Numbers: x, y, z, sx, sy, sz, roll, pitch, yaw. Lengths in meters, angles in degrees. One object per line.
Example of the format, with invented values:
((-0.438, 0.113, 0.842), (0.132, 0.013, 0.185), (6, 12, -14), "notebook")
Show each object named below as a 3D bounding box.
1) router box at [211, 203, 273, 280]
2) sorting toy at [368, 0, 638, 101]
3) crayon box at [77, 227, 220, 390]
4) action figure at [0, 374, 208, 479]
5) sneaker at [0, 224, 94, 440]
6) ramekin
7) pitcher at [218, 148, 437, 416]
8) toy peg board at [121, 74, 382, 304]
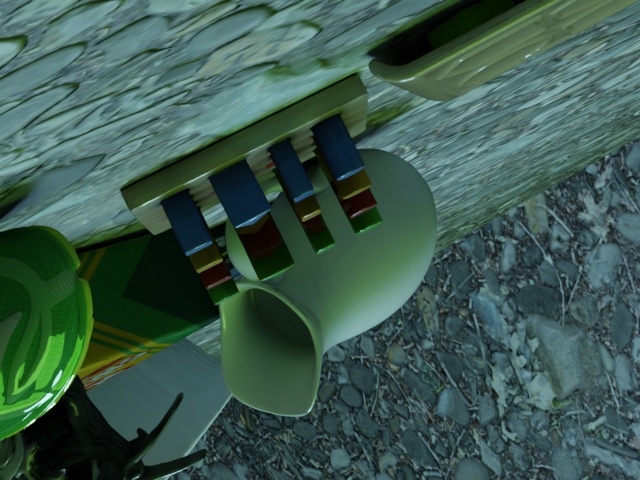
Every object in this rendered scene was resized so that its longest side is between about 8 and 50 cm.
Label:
((-0.080, 0.014, 1.636), (0.092, 0.038, 0.122), (-24, 174, -28), "router box")
((0.138, -0.141, 1.192), (0.208, 0.038, 0.193), (-23, 176, 11), "sorting toy")
((-0.231, 0.087, 1.346), (0.202, 0.081, 0.318), (-29, 174, 31), "crayon box")
((-0.210, 0.168, 1.185), (0.276, 0.164, 0.141), (-11, -137, 12), "action figure")
((-0.253, 0.089, 1.062), (0.295, 0.109, 0.123), (-27, 179, 12), "sneaker")
((-0.206, 0.180, 1.693), (0.277, 0.135, 0.277), (-49, -178, 2), "ramekin")
((0.000, 0.000, 1.429), (0.125, 0.177, 0.207), (12, -140, 27), "pitcher")
((-0.031, -0.024, 1.245), (0.161, 0.079, 0.160), (-27, 176, -2), "toy peg board")
